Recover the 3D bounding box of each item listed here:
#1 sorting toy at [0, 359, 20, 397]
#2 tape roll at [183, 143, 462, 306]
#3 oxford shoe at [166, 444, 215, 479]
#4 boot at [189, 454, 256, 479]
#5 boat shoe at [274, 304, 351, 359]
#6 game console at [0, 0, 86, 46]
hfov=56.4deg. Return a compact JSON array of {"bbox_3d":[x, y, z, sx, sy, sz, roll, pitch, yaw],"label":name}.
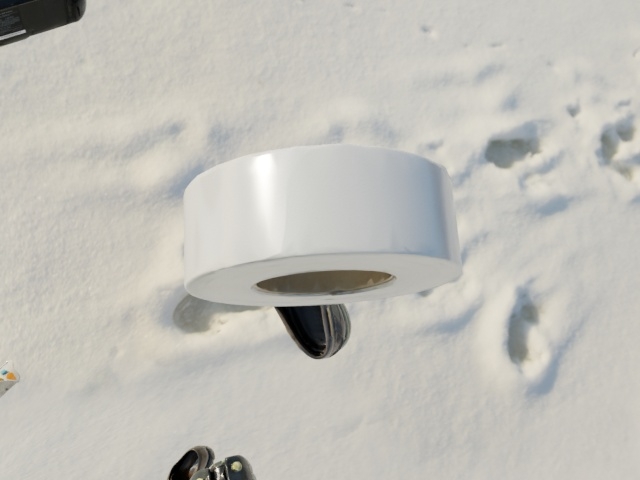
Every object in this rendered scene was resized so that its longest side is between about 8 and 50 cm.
[{"bbox_3d":[-0.726,0.312,1.363,0.045,0.083,0.075,40,16,-35],"label":"sorting toy"},{"bbox_3d":[0.000,0.000,0.626,0.286,0.286,0.100,3,74,-28],"label":"tape roll"},{"bbox_3d":[-0.338,0.579,1.382,0.082,0.096,0.227,20,75,22],"label":"oxford shoe"},{"bbox_3d":[-0.077,0.274,0.512,0.085,0.236,0.179,-16,58,-10],"label":"boot"},{"bbox_3d":[-0.049,0.064,1.127,0.355,0.132,0.130,59,13,-3],"label":"boat shoe"},{"bbox_3d":[-0.434,-0.226,0.664,0.361,0.213,0.044,-29,85,-24],"label":"game console"}]
